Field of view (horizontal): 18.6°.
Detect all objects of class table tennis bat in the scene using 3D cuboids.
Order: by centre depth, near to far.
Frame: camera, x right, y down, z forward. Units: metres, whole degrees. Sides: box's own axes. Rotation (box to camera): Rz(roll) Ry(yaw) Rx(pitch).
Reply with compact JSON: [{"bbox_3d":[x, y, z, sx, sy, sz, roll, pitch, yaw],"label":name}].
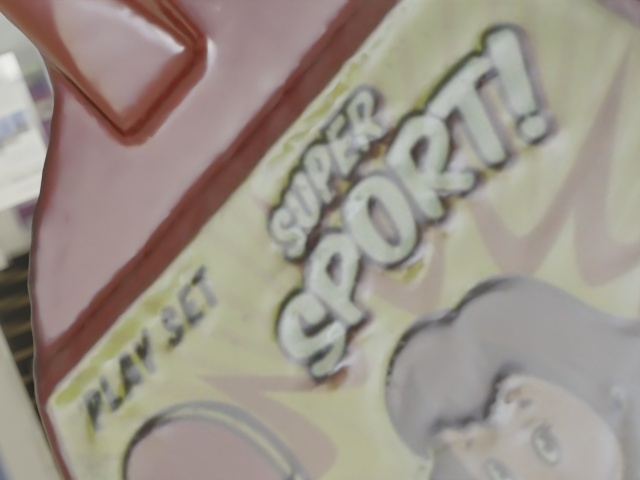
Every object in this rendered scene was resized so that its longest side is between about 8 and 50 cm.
[{"bbox_3d":[0.000,0.000,0.619,0.268,0.415,0.051,-47,168,20],"label":"table tennis bat"}]
